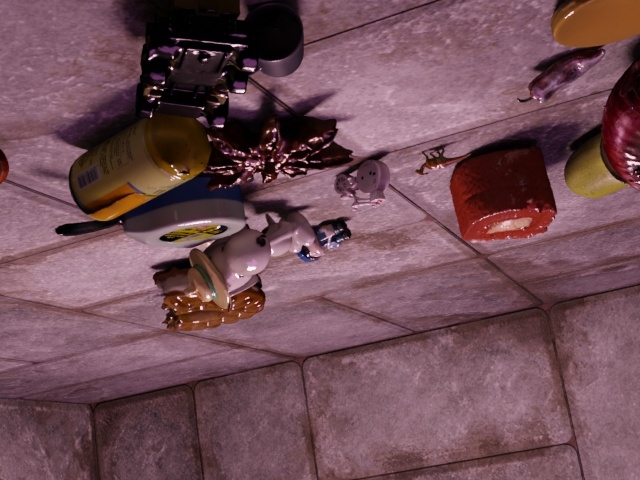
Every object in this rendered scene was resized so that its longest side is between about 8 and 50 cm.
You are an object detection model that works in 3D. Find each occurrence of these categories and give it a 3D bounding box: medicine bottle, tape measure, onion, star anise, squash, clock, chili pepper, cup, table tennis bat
[{"bbox_3d":[-0.274,-0.120,1.531,0.238,0.124,0.124,-21,161,37],"label":"medicine bottle"},{"bbox_3d":[-0.284,-0.053,1.776,0.215,0.098,0.351,-17,170,30],"label":"tape measure"},{"bbox_3d":[0.596,-0.204,1.574,0.313,0.232,0.314,-2,140,-1],"label":"onion"},{"bbox_3d":[-0.085,-0.141,1.630,0.288,0.088,0.288,-10,167,-2],"label":"star anise"},{"bbox_3d":[0.544,-0.143,1.928,0.123,0.123,0.186,-4,167,-19],"label":"squash"},{"bbox_3d":[0.077,-0.102,1.873,0.041,0.087,0.129,6,167,-42],"label":"clock"},{"bbox_3d":[0.375,-0.259,1.550,0.153,0.041,0.050,-37,172,29],"label":"chili pepper"},{"bbox_3d":[-0.066,-0.244,1.264,0.100,0.078,0.077,-42,170,-5],"label":"cup"},{"bbox_3d":[0.407,-0.326,1.315,0.198,0.050,0.321,-13,168,9],"label":"table tennis bat"}]

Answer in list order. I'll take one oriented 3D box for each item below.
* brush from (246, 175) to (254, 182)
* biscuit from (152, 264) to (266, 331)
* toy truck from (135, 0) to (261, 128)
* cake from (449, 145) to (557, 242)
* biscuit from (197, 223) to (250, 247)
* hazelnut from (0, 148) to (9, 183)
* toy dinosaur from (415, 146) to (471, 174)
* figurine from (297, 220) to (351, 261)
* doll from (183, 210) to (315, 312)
[{"bbox_3d":[-0.131,-0.119,1.819,0.024,0.008,0.083,-2,164,-11],"label":"brush"},{"bbox_3d":[-0.272,0.138,2.472,0.268,0.115,0.366,-7,166,-8],"label":"biscuit"},{"bbox_3d":[-0.156,-0.227,1.208,0.127,0.127,0.257,2,163,-15],"label":"toy truck"},{"bbox_3d":[0.358,-0.081,1.975,0.176,0.151,0.283,-13,169,2],"label":"cake"},{"bbox_3d":[-0.251,-0.012,2.050,0.219,0.055,0.061,0,173,-29],"label":"biscuit"},{"bbox_3d":[-0.515,-0.115,1.506,0.086,0.086,0.086,-8,165,-2],"label":"hazelnut"},{"bbox_3d":[0.225,-0.154,1.848,0.113,0.041,0.026,-21,158,22],"label":"toy dinosaur"},{"bbox_3d":[0.002,-0.004,2.230,0.136,0.077,0.079,-29,-165,13],"label":"figurine"},{"bbox_3d":[-0.140,0.038,2.010,0.208,0.144,0.271,-31,178,24],"label":"doll"}]
